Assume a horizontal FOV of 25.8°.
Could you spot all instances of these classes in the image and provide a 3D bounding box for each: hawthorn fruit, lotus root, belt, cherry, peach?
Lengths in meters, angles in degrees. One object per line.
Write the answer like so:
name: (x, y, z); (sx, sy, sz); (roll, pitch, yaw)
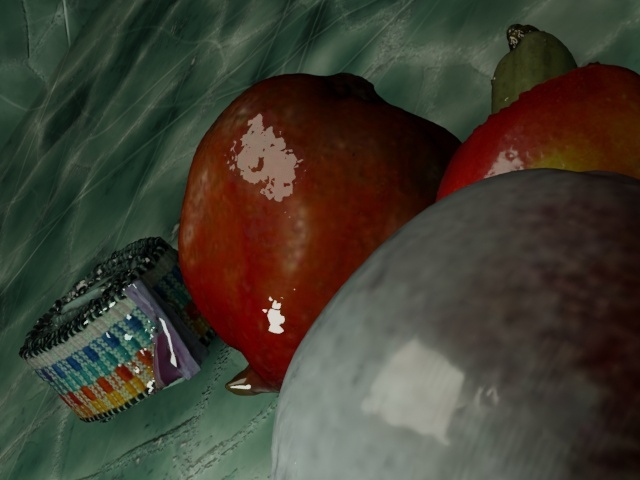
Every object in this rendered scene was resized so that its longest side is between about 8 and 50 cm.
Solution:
hawthorn fruit: (0.008, -0.013, 1.331); (0.295, 0.295, 0.311); (-27, 51, 45)
lotus root: (0.209, -0.141, 1.345); (0.090, 0.077, 0.183); (-40, 31, 38)
belt: (-0.229, 0.114, 1.726); (0.295, 0.160, 0.207); (-27, 20, 43)
cherry: (0.123, 0.118, 0.913); (0.326, 0.291, 0.335); (-18, 62, 26)
peach: (0.195, -0.036, 1.118); (0.226, 0.190, 0.196); (-68, 14, -11)
